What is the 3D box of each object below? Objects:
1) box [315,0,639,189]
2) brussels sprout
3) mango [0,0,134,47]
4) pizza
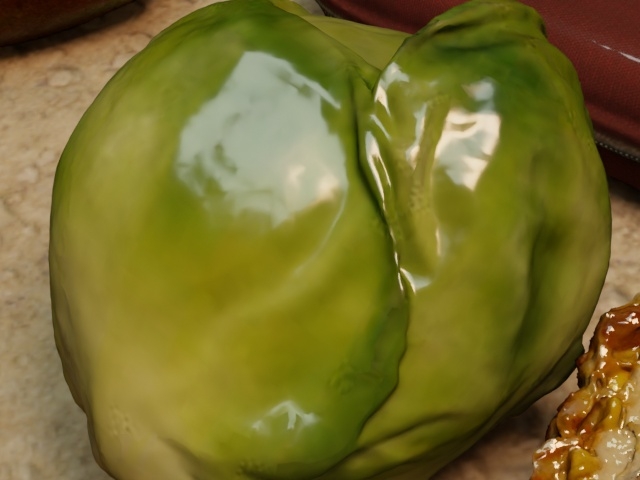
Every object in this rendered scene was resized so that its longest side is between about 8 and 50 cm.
[{"bbox_3d":[0.184,-0.164,0.946,0.404,0.108,0.263,27,58,28],"label":"box"},{"bbox_3d":[0.001,0.000,0.751,0.259,0.227,0.294,30,86,28],"label":"brussels sprout"},{"bbox_3d":[-0.223,-0.194,1.025,0.267,0.111,0.133,-11,65,-3],"label":"mango"},{"bbox_3d":[0.130,0.107,0.712,0.058,0.127,0.246,23,69,16],"label":"pizza"}]
